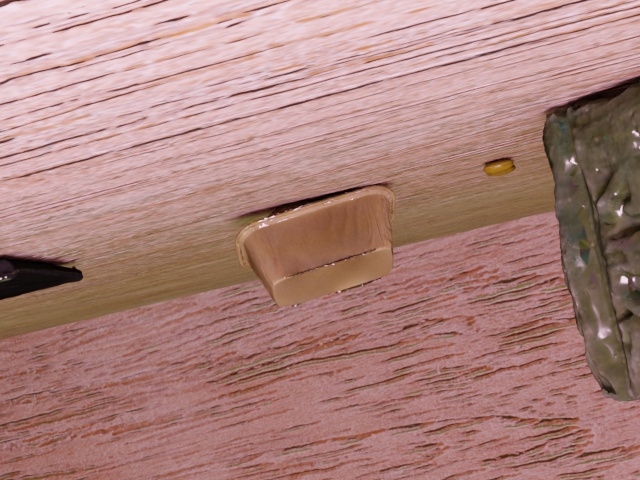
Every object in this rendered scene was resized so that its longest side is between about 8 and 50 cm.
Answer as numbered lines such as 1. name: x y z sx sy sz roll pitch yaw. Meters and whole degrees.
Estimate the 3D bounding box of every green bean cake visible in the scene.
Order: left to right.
1. green bean cake: 0.289 -0.009 0.926 0.132 0.241 0.255 -12 177 -36

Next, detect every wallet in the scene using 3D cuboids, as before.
1. wallet: -0.351 0.046 1.311 0.146 0.030 0.285 -10 176 3

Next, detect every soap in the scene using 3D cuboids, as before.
1. soap: 0.195 -0.079 1.355 0.034 0.012 0.089 -13 177 10

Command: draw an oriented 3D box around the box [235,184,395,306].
1. box: 0.000 0.000 1.324 0.177 0.111 0.111 -16 177 -5
